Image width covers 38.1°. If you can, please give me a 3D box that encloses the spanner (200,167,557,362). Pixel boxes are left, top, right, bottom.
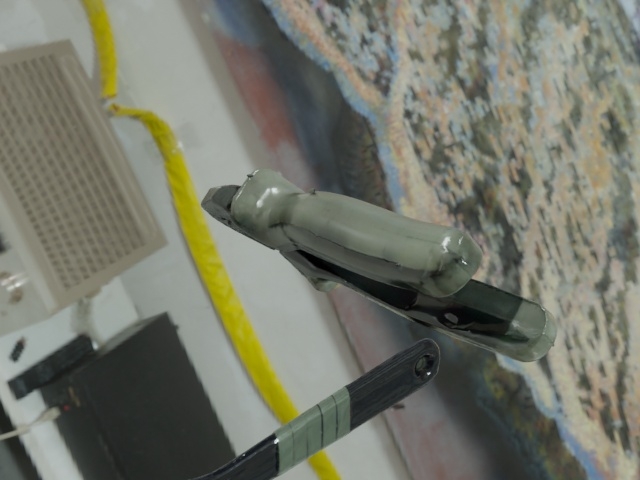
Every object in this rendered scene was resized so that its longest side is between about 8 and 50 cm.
[{"bbox_3d":[0.000,0.000,0.537,0.096,0.325,0.040,40,79,-29],"label":"spanner"}]

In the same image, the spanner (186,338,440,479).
[{"bbox_3d":[-0.028,0.141,0.633,0.316,0.024,0.087,-27,123,-32],"label":"spanner"}]
